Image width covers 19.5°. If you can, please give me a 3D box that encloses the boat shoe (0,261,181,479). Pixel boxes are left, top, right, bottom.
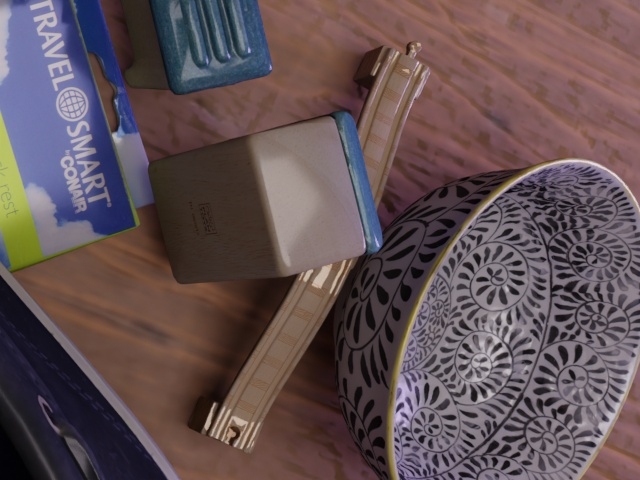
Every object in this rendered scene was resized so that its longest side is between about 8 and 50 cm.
[{"bbox_3d":[-0.225,-0.003,0.592,0.187,0.156,0.500,-42,101,5],"label":"boat shoe"}]

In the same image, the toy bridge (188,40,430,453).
[{"bbox_3d":[0.000,0.000,0.776,0.026,0.063,0.188,27,84,-13],"label":"toy bridge"}]

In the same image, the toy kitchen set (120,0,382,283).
[{"bbox_3d":[0.012,-0.103,0.728,0.166,0.122,0.207,-15,94,-23],"label":"toy kitchen set"}]

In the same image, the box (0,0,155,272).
[{"bbox_3d":[-0.152,-0.034,0.718,0.178,0.042,0.109,-20,103,-21],"label":"box"}]

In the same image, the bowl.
[{"bbox_3d":[0.058,0.037,0.785,0.170,0.080,0.170,-23,123,-40],"label":"bowl"}]
